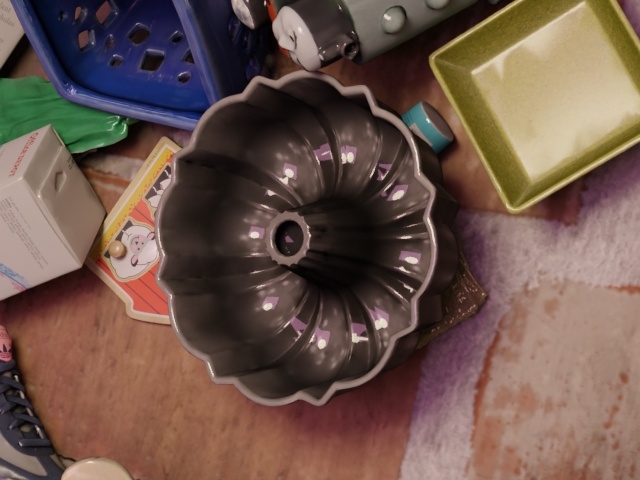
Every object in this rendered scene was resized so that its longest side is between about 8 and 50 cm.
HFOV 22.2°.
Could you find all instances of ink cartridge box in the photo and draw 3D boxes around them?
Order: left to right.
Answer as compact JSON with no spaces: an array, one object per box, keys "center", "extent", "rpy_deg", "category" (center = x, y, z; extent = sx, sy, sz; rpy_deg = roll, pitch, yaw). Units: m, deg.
[{"center":[-0.348,-0.021,1.785],"extent":[0.176,0.128,0.127],"rpy_deg":[-21,116,19],"category":"ink cartridge box"}]

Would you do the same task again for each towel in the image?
[{"center":[0.088,0.059,1.666],"extent":[0.148,0.027,0.110],"rpy_deg":[-35,70,14],"category":"towel"}]

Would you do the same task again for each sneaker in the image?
[{"center":[-0.368,0.169,1.797],"extent":[0.319,0.112,0.131],"rpy_deg":[38,100,22],"category":"sneaker"}]

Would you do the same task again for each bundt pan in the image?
[{"center":[0.000,0.000,1.622],"extent":[0.331,0.124,0.331],"rpy_deg":[-2,86,32],"category":"bundt pan"}]

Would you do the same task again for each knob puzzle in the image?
[{"center":[-0.156,0.006,1.777],"extent":[0.213,0.030,0.213],"rpy_deg":[-4,80,22],"category":"knob puzzle"}]

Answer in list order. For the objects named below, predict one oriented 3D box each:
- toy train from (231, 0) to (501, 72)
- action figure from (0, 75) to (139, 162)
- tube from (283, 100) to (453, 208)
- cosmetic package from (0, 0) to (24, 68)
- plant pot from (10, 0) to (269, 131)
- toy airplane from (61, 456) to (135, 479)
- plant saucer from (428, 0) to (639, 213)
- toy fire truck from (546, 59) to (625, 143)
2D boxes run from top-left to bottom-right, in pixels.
[{"center":[0.079,-0.281,1.600],"extent":[0.334,0.142,0.190],"rpy_deg":[-29,44,-13],"category":"toy train"},{"center":[-0.285,-0.135,1.836],"extent":[0.232,0.063,0.137],"rpy_deg":[-8,77,26],"category":"action figure"},{"center":[0.043,-0.063,1.696],"extent":[0.207,0.052,0.080],"rpy_deg":[-38,64,19],"category":"tube"},{"center":[-0.474,-0.269,1.833],"extent":[0.453,0.230,0.161],"rpy_deg":[-54,49,6],"category":"cosmetic package"},{"center":[-0.167,-0.274,1.704],"extent":[0.236,0.236,0.212],"rpy_deg":[14,56,25],"category":"plant pot"},{"center":[-0.123,0.436,1.588],"extent":[0.384,0.272,0.386],"rpy_deg":[17,78,-18],"category":"toy airplane"},{"center":[0.228,-0.146,1.577],"extent":[0.188,0.045,0.188],"rpy_deg":[-32,71,17],"category":"plant saucer"},{"center":[0.247,-0.189,1.627],"extent":[0.192,0.047,0.135],"rpy_deg":[-48,67,10],"category":"toy fire truck"}]
